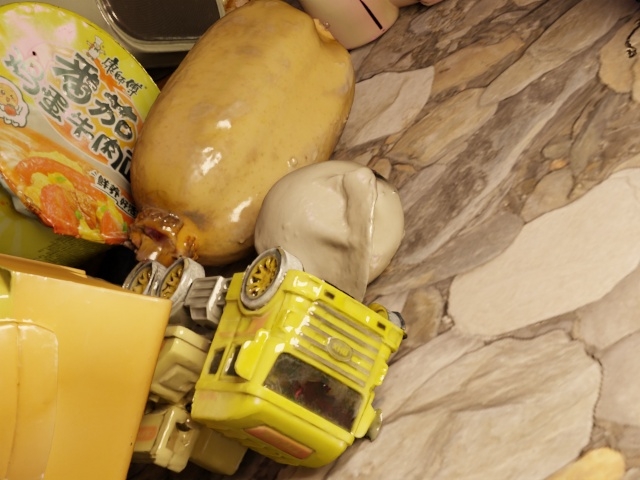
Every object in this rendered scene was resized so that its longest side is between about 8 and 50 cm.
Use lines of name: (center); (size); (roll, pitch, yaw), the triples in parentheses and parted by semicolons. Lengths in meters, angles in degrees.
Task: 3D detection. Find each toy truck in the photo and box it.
toy truck: (-0.070, 0.102, 1.020); (0.272, 0.124, 0.157); (-7, 58, 54)

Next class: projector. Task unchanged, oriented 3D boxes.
projector: (-0.295, -0.290, 1.603); (0.249, 0.249, 0.248); (-22, -2, 30)

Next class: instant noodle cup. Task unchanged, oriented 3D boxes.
instant noodle cup: (-0.290, -0.073, 1.320); (0.200, 0.264, 0.264); (-31, 27, 35)

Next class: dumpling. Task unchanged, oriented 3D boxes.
dumpling: (0.001, 0.000, 1.124); (0.176, 0.092, 0.150); (5, 66, 46)

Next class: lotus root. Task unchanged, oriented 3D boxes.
lotus root: (-0.084, -0.086, 1.272); (0.151, 0.169, 0.343); (-17, 36, 52)

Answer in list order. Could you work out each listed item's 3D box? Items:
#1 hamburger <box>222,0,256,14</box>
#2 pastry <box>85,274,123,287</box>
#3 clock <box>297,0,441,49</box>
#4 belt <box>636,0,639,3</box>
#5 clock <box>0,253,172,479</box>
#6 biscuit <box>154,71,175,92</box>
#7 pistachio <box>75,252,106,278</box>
hamburger: (-0.118, -0.277, 1.721); (0.176, 0.087, 0.102); (-34, 9, 28)
pastry: (-0.274, 0.116, 1.228); (0.256, 0.170, 0.236); (-44, 28, -15)
clock: (0.128, -0.362, 1.477); (0.309, 0.114, 0.284); (-21, 31, 33)
belt: (0.323, -0.288, 0.977); (0.295, 0.207, 0.160); (-7, 45, 48)
clock: (-0.249, 0.168, 1.003); (0.244, 0.200, 0.317); (10, 93, 62)
biscuit: (-0.147, -0.156, 1.549); (0.351, 0.057, 0.312); (-19, 20, 37)
pistachio: (-0.286, 0.005, 1.490); (0.110, 0.100, 0.189); (-22, 31, 35)
